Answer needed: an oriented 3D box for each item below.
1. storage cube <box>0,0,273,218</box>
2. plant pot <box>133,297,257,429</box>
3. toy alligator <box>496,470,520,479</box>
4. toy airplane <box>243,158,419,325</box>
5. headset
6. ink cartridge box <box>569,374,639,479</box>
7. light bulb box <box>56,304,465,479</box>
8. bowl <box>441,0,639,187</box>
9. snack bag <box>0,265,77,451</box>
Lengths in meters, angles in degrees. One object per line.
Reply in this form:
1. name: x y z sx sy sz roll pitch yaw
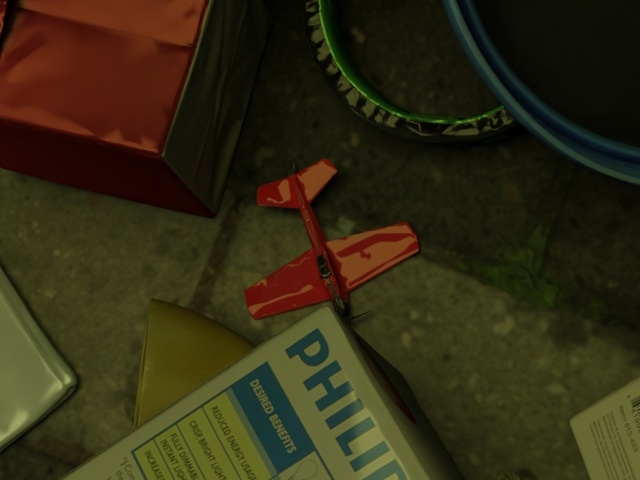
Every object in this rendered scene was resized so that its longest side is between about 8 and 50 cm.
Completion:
1. storage cube: -0.165 -0.143 1.566 0.193 0.215 0.183 14 79 14
2. plant pot: -0.092 0.116 1.521 0.095 0.134 0.134 7 76 -6
3. toy alligator: 0.176 0.221 1.410 0.056 0.051 0.189 -55 24 11
4. toy airplane: 0.000 0.000 1.567 0.151 0.028 0.151 -5 74 17
5. headset: 0.106 -0.271 1.526 0.243 0.185 0.394 7 88 19
6. ink cartridge box: 0.303 0.147 1.331 0.237 0.100 0.172 -38 62 43
7. light bulb box: -0.030 0.304 1.384 0.361 0.225 0.358 -34 67 5
8. bowl: 0.267 -0.229 1.434 0.391 0.077 0.391 0 92 -8
9. snack bag: -0.401 0.105 1.660 0.342 0.037 0.323 -37 67 4
